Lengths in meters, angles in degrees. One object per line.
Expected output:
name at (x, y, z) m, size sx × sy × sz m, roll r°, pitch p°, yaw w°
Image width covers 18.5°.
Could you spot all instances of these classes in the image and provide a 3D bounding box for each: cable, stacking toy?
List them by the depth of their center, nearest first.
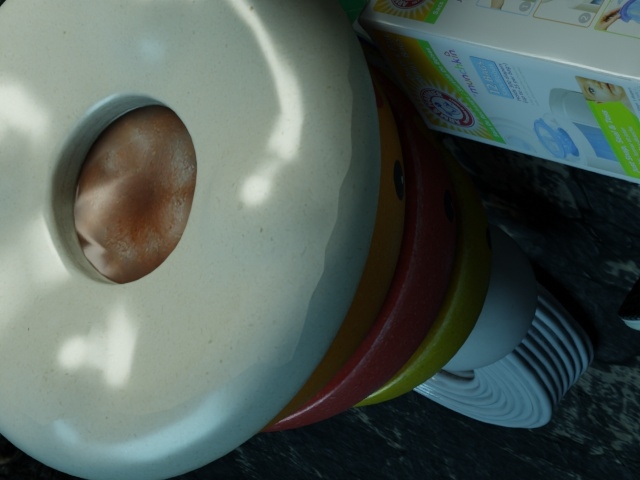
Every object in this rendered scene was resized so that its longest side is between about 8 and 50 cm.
stacking toy at (0.000, 0.000, 1.350) m, size 0.350 × 0.351 × 0.480 m, roll 19°, pitch -177°, yaw 36°
cable at (0.106, 0.067, 1.699) m, size 0.257 × 0.089 × 0.257 m, roll 16°, pitch 156°, yaw 41°

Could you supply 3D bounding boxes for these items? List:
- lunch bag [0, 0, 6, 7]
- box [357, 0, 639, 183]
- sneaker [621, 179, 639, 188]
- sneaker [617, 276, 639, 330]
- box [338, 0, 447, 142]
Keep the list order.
lunch bag at (-0.258, -0.180, 1.417) m, size 0.169 × 0.235 × 0.287 m, roll 21°, pitch 159°, yaw 36°
box at (0.142, -0.116, 1.134) m, size 0.203 × 0.103 × 0.114 m, roll 18°, pitch 157°, yaw 38°
sneaker at (0.234, -0.058, 1.178) m, size 0.211 × 0.081 × 0.080 m, roll 23°, pitch -170°, yaw 23°
sneaker at (0.283, 0.057, 1.430) m, size 0.075 × 0.057 × 0.161 m, roll 44°, pitch 157°, yaw -16°
box at (0.048, -0.113, 1.402) m, size 0.105 × 0.043 × 0.179 m, roll 30°, pitch 164°, yaw 6°
